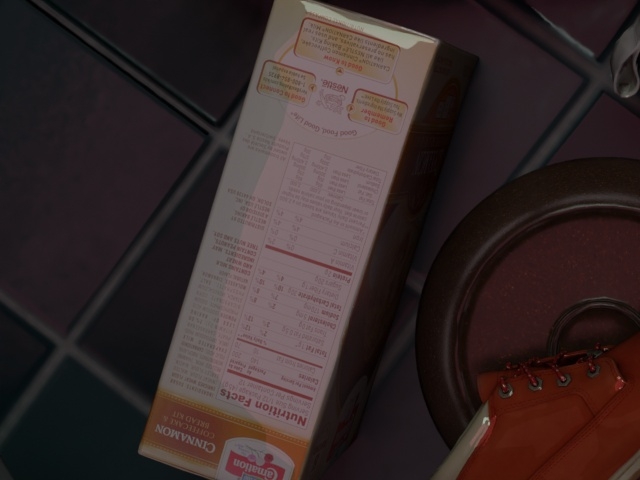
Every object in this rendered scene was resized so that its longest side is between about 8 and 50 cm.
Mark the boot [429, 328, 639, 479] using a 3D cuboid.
[{"bbox_3d":[0.111,0.063,0.661,0.085,0.059,0.158,36,101,11],"label":"boot"}]

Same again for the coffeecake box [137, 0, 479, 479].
[{"bbox_3d":[0.000,0.000,0.661,0.068,0.142,0.185,19,97,9],"label":"coffeecake box"}]

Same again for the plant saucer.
[{"bbox_3d":[0.124,0.048,0.700,0.169,0.029,0.168,1,94,10],"label":"plant saucer"}]

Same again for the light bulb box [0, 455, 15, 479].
[{"bbox_3d":[-0.234,0.312,0.631,0.361,0.225,0.357,-21,113,11],"label":"light bulb box"}]

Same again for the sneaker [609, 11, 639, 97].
[{"bbox_3d":[0.224,-0.057,0.650,0.235,0.094,0.153,18,132,-20],"label":"sneaker"}]
